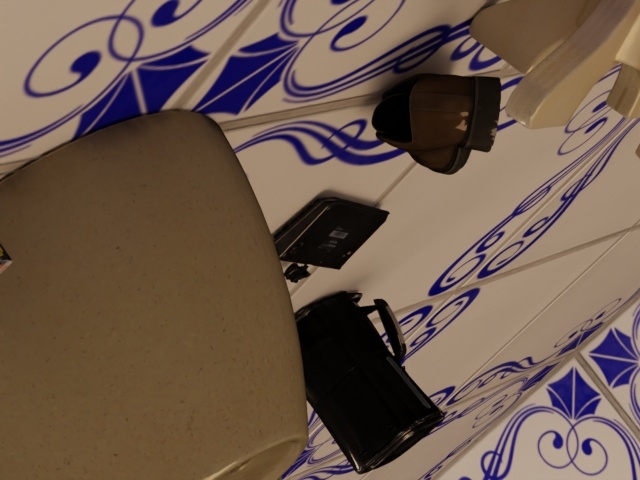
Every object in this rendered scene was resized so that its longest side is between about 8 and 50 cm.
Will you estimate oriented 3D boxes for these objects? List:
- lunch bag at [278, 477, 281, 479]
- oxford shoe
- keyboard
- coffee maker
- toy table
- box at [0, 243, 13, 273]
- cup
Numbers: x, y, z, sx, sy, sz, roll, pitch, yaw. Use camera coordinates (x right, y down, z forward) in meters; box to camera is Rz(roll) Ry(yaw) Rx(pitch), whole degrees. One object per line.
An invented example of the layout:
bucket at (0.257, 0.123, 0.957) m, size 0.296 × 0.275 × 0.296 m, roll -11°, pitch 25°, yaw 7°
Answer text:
lunch bag at (-0.139, 0.260, 1.749) m, size 0.235 × 0.169 × 0.287 m, roll -43°, pitch 145°, yaw -62°
oxford shoe at (0.090, -0.107, 1.639) m, size 0.096 × 0.082 × 0.227 m, roll 6°, pitch 172°, yaw -4°
keyboard at (0.000, 0.000, 1.839) m, size 0.108 × 0.023 × 0.180 m, roll -47°, pitch 162°, yaw 11°
coffee maker at (0.029, 0.160, 2.076) m, size 0.171 × 0.178 × 0.120 m, roll -23°, pitch 159°, yaw -41°
toy table at (0.247, -0.168, 1.532) m, size 0.274 × 0.252 × 0.161 m, roll 3°, pitch 123°, yaw -47°
box at (-0.264, 0.019, 1.169) m, size 0.137 × 0.094 × 0.027 m, roll -41°, pitch 164°, yaw 16°
cup at (-0.144, 0.100, 1.405) m, size 0.331 × 0.237 × 0.331 m, roll -33°, pitch 164°, yaw -11°
